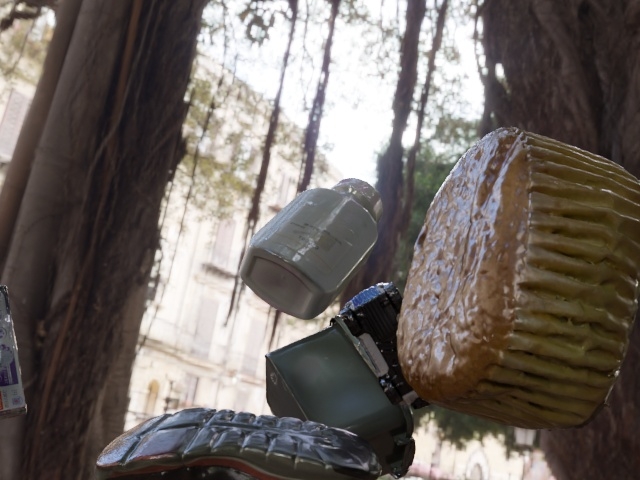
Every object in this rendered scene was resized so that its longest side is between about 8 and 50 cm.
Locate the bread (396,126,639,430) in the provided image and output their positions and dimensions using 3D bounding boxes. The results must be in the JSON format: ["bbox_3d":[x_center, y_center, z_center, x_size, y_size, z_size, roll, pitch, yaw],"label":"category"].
[{"bbox_3d":[0.169,0.033,0.672,0.143,0.253,0.227,14,-11,-11],"label":"bread"}]

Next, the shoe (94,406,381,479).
[{"bbox_3d":[-0.086,0.258,0.796,0.291,0.137,0.114,6,12,3],"label":"shoe"}]

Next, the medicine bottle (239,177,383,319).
[{"bbox_3d":[0.000,0.000,1.273,0.161,0.296,0.111,32,-50,8],"label":"medicine bottle"}]

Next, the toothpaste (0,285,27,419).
[{"bbox_3d":[-0.466,0.161,1.108,0.047,0.196,0.040,-9,-26,-25],"label":"toothpaste"}]

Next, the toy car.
[{"bbox_3d":[0.095,0.138,0.976,0.080,0.170,0.070,-30,3,-1],"label":"toy car"}]

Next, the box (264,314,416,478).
[{"bbox_3d":[0.018,0.243,1.104,0.135,0.243,0.163,-17,-47,-23],"label":"box"}]
